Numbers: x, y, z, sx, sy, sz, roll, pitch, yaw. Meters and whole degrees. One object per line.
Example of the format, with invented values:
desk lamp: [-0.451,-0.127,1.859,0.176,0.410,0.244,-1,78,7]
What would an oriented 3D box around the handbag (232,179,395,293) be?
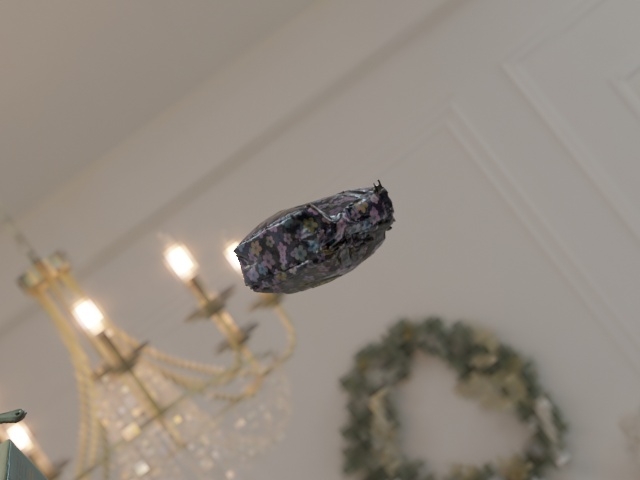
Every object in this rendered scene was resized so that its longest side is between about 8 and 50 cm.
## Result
handbag: [0.000,0.000,2.418,0.208,0.126,0.229,-17,-9,-43]

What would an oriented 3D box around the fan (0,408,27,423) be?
fan: [-0.462,0.232,1.978,0.227,0.008,0.152,-11,32,19]

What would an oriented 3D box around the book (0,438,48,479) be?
book: [-0.331,0.475,2.234,0.031,0.379,0.264,-30,27,12]
